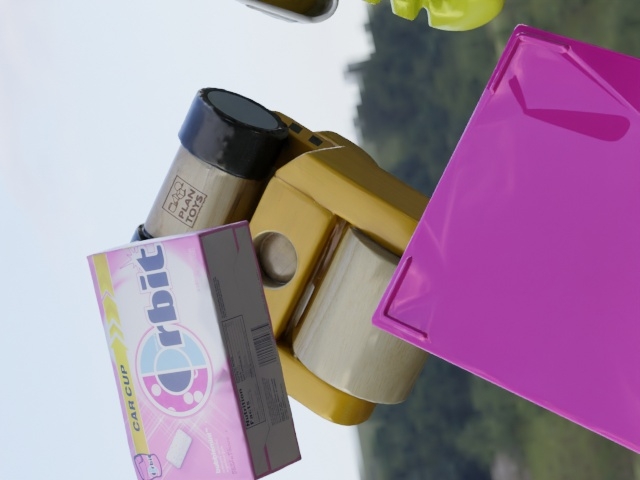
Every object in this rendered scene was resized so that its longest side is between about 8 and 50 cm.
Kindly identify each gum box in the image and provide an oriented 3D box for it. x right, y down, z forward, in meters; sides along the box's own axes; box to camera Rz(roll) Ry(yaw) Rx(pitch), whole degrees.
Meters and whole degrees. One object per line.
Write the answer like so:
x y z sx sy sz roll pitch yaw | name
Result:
-0.089 0.089 1.403 0.062 0.107 0.188 -16 -85 -54 | gum box

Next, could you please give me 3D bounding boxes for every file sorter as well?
0.222 0.030 1.134 0.182 0.290 0.202 28 -93 -45 | file sorter

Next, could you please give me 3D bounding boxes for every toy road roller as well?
0.000 0.000 1.825 0.240 0.329 0.203 -11 -49 -60 | toy road roller

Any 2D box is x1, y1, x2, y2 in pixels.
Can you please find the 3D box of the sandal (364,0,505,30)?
0.014 -0.282 1.643 0.126 0.317 0.138 106 -177 -65 | sandal

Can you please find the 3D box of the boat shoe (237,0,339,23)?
-0.130 -0.353 2.334 0.367 0.136 0.156 30 -176 -26 | boat shoe
